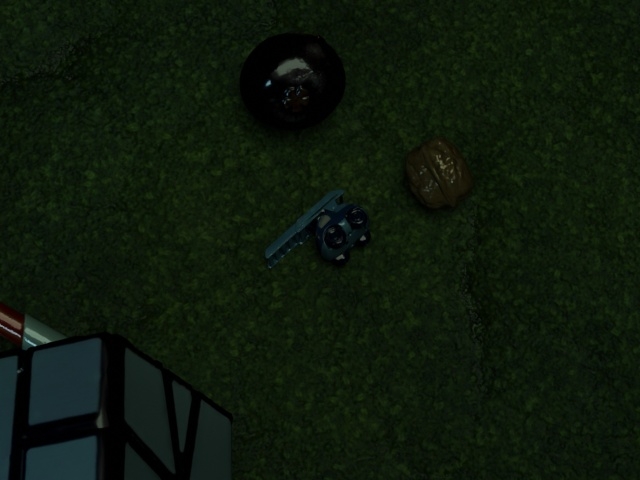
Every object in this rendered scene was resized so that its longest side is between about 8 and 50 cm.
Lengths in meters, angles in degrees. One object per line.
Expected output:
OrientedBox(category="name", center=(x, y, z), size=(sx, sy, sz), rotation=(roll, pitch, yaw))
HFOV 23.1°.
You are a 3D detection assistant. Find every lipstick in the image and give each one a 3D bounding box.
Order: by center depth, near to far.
OrientedBox(category="lipstick", center=(-0.281, 0.150, 1.866), size=(0.274, 0.061, 0.068), rotation=(29, 61, 0))

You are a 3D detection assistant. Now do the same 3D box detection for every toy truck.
OrientedBox(category="toy truck", center=(0.000, 0.000, 1.979), size=(0.136, 0.063, 0.074), rotation=(-42, 62, -19))

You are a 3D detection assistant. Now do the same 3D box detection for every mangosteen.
OrientedBox(category="mangosteen", center=(-0.037, -0.214, 2.024), size=(0.137, 0.137, 0.151), rotation=(5, 35, -9))

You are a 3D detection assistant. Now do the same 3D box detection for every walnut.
OrientedBox(category="walnut", center=(0.153, -0.085, 2.028), size=(0.079, 0.082, 0.096), rotation=(-27, 76, 10))

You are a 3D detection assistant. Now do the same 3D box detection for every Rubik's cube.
OrientedBox(category="Rubik's cube", center=(-0.270, 0.288, 1.634), size=(0.283, 0.288, 0.293), rotation=(-14, 62, 18))
